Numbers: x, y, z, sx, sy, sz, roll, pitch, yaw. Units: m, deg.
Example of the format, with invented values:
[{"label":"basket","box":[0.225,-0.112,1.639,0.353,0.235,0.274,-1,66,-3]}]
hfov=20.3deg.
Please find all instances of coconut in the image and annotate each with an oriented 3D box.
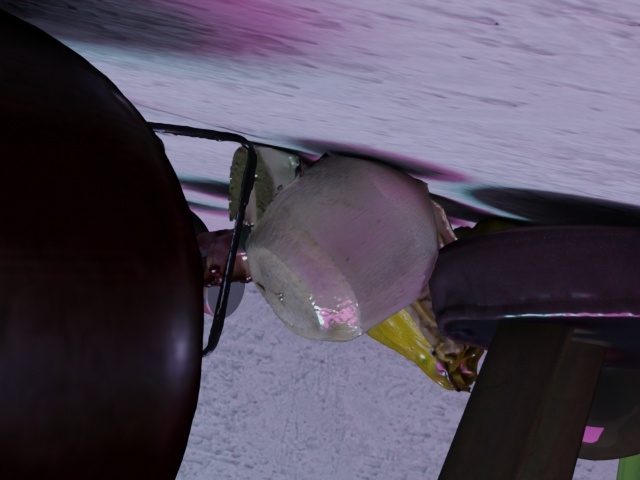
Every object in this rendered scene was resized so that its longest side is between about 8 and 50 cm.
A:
[{"label":"coconut","box":[0.019,-0.002,1.107,0.110,0.124,0.110,40,151,27]}]

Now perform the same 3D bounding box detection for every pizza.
[{"label":"pizza","box":[0.139,0.006,1.333,0.099,0.036,0.160,12,176,1]}]

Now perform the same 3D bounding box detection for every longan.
[{"label":"longan","box":[0.218,0.090,1.389,0.184,0.159,0.204,-12,169,26]}]

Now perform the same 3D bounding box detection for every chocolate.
[{"label":"chocolate","box":[-0.215,0.025,0.746,0.383,0.384,0.331,9,-168,40]}]

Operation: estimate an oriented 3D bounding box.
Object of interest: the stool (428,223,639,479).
[{"label":"stool","box":[0.198,0.098,1.155,0.272,0.179,0.272,7,169,1]}]

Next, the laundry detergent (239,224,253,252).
[{"label":"laundry detergent","box":[0.000,0.000,1.370,0.144,0.078,0.221,8,176,34]}]

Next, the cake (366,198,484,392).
[{"label":"cake","box":[0.061,0.024,1.305,0.116,0.080,0.185,28,161,54]}]

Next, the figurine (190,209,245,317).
[{"label":"figurine","box":[-0.209,0.018,1.889,0.275,0.161,0.158,9,140,9]}]

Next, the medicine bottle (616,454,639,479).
[{"label":"medicine bottle","box":[0.337,0.170,1.635,0.124,0.239,0.124,9,176,1]}]

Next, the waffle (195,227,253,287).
[{"label":"waffle","box":[-0.055,0.011,1.597,0.221,0.056,0.234,-8,-177,-7]}]

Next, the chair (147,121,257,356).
[{"label":"chair","box":[-0.176,-0.022,1.109,0.221,0.145,0.140,16,175,-33]}]

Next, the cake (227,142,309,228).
[{"label":"cake","box":[-0.024,-0.030,1.208,0.051,0.055,0.140,5,177,12]}]
